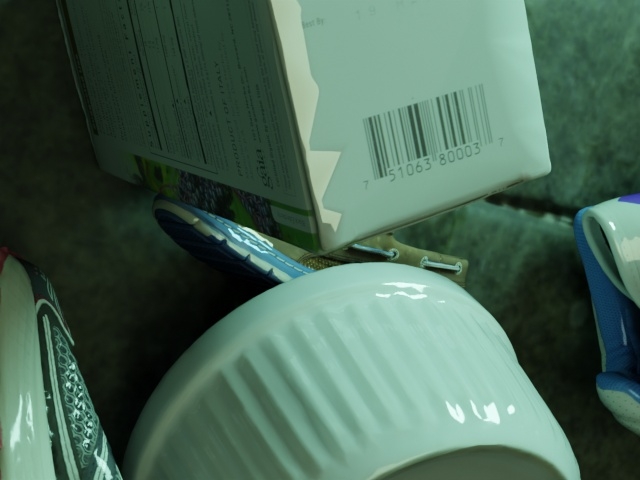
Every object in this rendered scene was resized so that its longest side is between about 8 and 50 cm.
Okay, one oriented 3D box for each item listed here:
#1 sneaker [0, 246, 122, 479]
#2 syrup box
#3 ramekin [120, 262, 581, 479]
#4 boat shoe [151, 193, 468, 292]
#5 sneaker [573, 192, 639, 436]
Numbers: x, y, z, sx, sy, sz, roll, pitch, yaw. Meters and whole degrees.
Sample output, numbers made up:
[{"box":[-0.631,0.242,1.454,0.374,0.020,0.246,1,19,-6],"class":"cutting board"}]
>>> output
[{"box":[-0.105,0.145,0.577,0.112,0.121,0.299,3,60,-42],"class":"sneaker"},{"box":[-0.021,-0.070,0.557,0.093,0.237,0.096,-19,106,-23],"class":"syrup box"},{"box":[0.022,0.124,0.652,0.207,0.109,0.207,-14,126,-20],"class":"ramekin"},{"box":[0.000,0.000,0.685,0.183,0.066,0.066,29,81,-38],"class":"boat shoe"},{"box":[0.255,-0.031,0.767,0.236,0.130,0.323,9,101,-32],"class":"sneaker"}]
